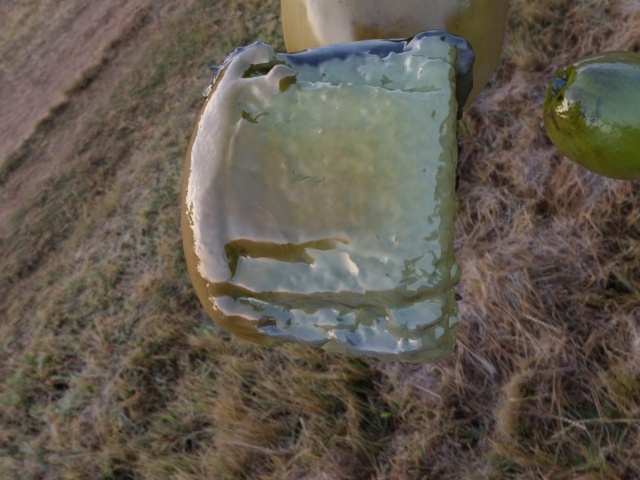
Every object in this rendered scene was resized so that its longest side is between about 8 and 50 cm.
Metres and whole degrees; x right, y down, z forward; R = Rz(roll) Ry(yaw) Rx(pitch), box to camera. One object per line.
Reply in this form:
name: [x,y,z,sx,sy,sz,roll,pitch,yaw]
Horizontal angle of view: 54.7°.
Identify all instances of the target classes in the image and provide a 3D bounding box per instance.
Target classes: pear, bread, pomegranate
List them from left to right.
bread: [0.000,0.000,0.434,0.204,0.262,0.163,3,41,18]
pomegranate: [0.072,-0.217,0.598,0.233,0.233,0.233,-15,49,18]
pear: [0.248,-0.105,0.519,0.107,0.131,0.107,-55,15,23]
